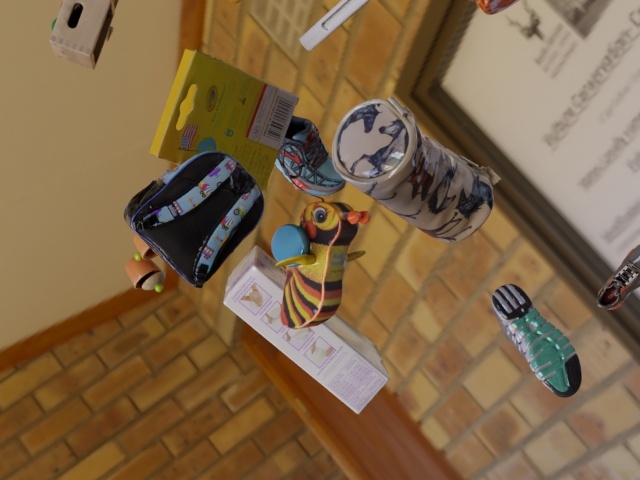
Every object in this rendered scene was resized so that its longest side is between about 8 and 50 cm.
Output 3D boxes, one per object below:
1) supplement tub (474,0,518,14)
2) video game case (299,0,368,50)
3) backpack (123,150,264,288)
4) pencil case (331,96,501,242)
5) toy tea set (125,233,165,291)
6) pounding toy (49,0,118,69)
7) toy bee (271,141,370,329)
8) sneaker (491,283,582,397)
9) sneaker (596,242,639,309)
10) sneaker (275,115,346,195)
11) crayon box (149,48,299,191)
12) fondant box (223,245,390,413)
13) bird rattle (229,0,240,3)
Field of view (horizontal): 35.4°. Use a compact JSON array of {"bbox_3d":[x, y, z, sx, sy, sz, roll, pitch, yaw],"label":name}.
[{"bbox_3d":[0.301,-0.641,2.046,0.207,0.338,0.207,-33,-12,-8],"label":"supplement tub"},{"bbox_3d":[0.136,-0.488,1.781,0.329,0.036,0.300,-46,10,-31],"label":"video game case"},{"bbox_3d":[-0.177,-0.044,1.446,0.173,0.158,0.117,-47,23,-7],"label":"backpack"},{"bbox_3d":[0.184,-0.129,1.885,0.183,0.160,0.410,-53,-35,7],"label":"pencil case"},{"bbox_3d":[-0.330,0.011,2.293,0.200,0.124,0.336,-28,-20,-35],"label":"toy tea set"},{"bbox_3d":[-0.462,-0.441,1.982,0.206,0.094,0.181,166,123,-80],"label":"pounding toy"},{"bbox_3d":[0.000,0.000,1.622,0.162,0.298,0.195,1,24,39],"label":"toy bee"},{"bbox_3d":[0.380,0.180,1.770,0.083,0.223,0.098,-28,-18,-7],"label":"sneaker"},{"bbox_3d":[0.576,0.074,1.886,0.065,0.061,0.158,-14,-41,-58],"label":"sneaker"},{"bbox_3d":[-0.042,-0.191,2.095,0.125,0.262,0.104,-34,27,52],"label":"sneaker"},{"bbox_3d":[-0.185,-0.220,1.831,0.318,0.081,0.202,16,-85,-58],"label":"crayon box"},{"bbox_3d":[-0.029,0.164,1.919,0.096,0.330,0.238,-50,8,5],"label":"fondant box"},{"bbox_3d":[-0.080,-0.469,1.588,0.207,0.143,0.253,-52,9,-8],"label":"bird rattle"}]
